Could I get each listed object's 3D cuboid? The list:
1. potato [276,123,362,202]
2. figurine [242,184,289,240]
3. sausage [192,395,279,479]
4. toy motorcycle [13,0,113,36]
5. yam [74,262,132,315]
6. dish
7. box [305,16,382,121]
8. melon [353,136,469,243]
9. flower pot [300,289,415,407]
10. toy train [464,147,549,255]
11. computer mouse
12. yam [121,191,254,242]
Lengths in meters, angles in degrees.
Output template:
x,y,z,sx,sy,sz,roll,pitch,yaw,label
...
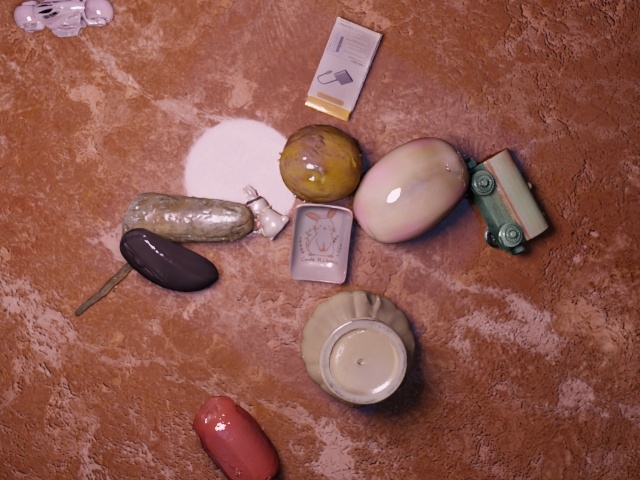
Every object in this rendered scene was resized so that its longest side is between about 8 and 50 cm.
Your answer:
x,y,z,sx,sy,sz,roll,pitch,yaw,label
0.000,-0.187,1.633,0.229,0.266,0.229,0,97,-1,potato
-0.166,-0.065,1.722,0.146,0.081,0.098,39,92,-3,figurine
-0.218,0.534,1.721,0.152,0.152,0.280,-35,96,1,sausage
-0.659,-0.581,1.673,0.254,0.112,0.112,-5,93,0,toy motorcycle
-0.566,0.122,1.754,0.234,0.029,0.027,-42,66,3,yam
0.000,0.000,1.713,0.151,0.077,0.212,6,112,-1,dish
0.058,-0.450,1.732,0.129,0.033,0.247,22,92,-3,box
0.230,-0.127,1.657,0.317,0.223,0.223,-35,93,1,melon
0.098,0.285,1.667,0.307,0.244,0.307,0,94,0,flower pot
0.483,-0.106,1.726,0.177,0.116,0.285,-30,93,-11,toy train
-0.390,0.068,1.674,0.269,0.137,0.086,28,51,-22,computer mouse
-0.334,-0.056,1.680,0.330,0.133,0.133,2,93,7,yam
